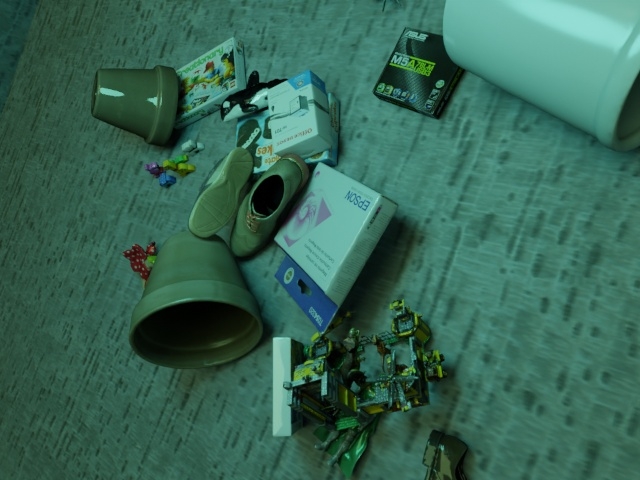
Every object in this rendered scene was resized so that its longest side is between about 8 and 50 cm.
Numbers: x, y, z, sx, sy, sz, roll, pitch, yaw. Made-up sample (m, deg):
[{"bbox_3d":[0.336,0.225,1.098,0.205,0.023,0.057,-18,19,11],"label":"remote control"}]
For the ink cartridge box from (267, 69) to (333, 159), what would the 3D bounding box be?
[{"bbox_3d":[-0.054,-0.316,1.301,0.139,0.082,0.191,-18,68,27],"label":"ink cartridge box"}]

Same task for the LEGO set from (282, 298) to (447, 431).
[{"bbox_3d":[0.069,0.245,1.045,0.331,0.192,0.255,-16,46,31],"label":"LEGO set"}]

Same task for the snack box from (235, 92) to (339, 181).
[{"bbox_3d":[-0.099,-0.279,1.407,0.321,0.060,0.187,-6,75,32],"label":"snack box"}]

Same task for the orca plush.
[{"bbox_3d":[-0.167,-0.428,1.420,0.287,0.151,0.102,-11,111,31],"label":"orca plush"}]

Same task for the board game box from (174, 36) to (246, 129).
[{"bbox_3d":[-0.376,-0.506,1.647,0.305,0.053,0.193,-18,68,28],"label":"board game box"}]

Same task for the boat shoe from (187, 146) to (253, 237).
[{"bbox_3d":[-0.276,-0.127,1.368,0.092,0.102,0.286,-10,51,50],"label":"boat shoe"}]

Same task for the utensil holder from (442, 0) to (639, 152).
[{"bbox_3d":[0.465,-0.390,0.916,0.385,0.327,0.328,43,102,36],"label":"utensil holder"}]

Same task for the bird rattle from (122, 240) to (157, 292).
[{"bbox_3d":[-0.509,0.109,1.541,0.253,0.143,0.207,-1,94,36],"label":"bird rattle"}]

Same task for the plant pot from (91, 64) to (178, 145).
[{"bbox_3d":[-0.603,-0.451,1.623,0.263,0.229,0.263,-17,71,58],"label":"plant pot"}]

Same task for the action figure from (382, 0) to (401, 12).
[{"bbox_3d":[0.161,-0.740,1.309,0.163,0.141,0.276,-10,71,18],"label":"action figure"}]

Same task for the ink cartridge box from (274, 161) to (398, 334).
[{"bbox_3d":[0.000,0.000,1.196,0.330,0.071,0.324,-59,32,5],"label":"ink cartridge box"}]

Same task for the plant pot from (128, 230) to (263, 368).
[{"bbox_3d":[-0.327,0.135,1.322,0.323,0.323,0.281,-34,48,21],"label":"plant pot"}]

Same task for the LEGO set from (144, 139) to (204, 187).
[{"bbox_3d":[-0.483,-0.242,1.625,0.227,0.093,0.087,-25,66,25],"label":"LEGO set"}]

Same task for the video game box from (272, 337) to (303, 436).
[{"bbox_3d":[-0.073,0.333,1.161,0.048,0.187,0.206,-2,76,3],"label":"video game box"}]

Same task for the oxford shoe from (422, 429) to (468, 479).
[{"bbox_3d":[0.240,0.497,0.979,0.096,0.082,0.228,8,84,30],"label":"oxford shoe"}]

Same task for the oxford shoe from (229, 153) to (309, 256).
[{"bbox_3d":[-0.165,-0.074,1.309,0.123,0.130,0.348,37,122,5],"label":"oxford shoe"}]

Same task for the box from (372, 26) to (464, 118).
[{"bbox_3d":[0.245,-0.409,1.226,0.190,0.045,0.184,32,98,34],"label":"box"}]

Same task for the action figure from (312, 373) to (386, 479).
[{"bbox_3d":[0.079,0.390,1.125,0.137,0.063,0.232,38,96,37],"label":"action figure"}]
